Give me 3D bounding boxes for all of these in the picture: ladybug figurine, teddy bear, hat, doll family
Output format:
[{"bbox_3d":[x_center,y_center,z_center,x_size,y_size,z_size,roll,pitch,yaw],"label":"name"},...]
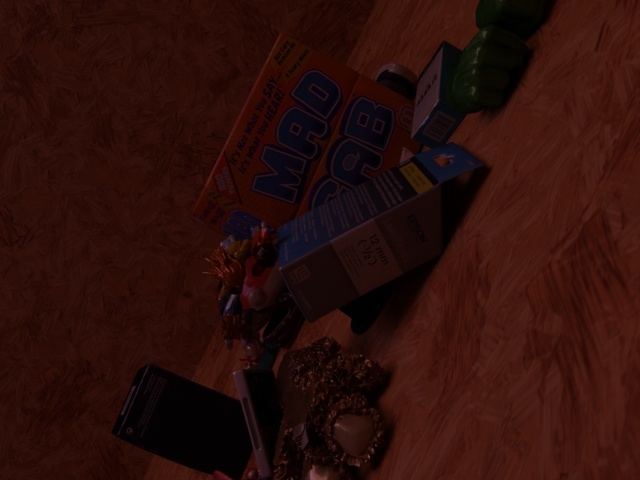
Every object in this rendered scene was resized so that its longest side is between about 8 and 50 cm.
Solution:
[{"bbox_3d":[-0.165,0.108,2.138,0.305,0.162,0.449,-54,1,0],"label":"ladybug figurine"},{"bbox_3d":[0.015,0.274,1.221,0.338,0.113,0.245,0,72,71],"label":"teddy bear"},{"bbox_3d":[0.017,0.060,1.445,0.208,0.183,0.173,-68,10,-19],"label":"hat"},{"bbox_3d":[-0.144,0.093,1.359,0.163,0.118,0.263,-124,39,-70],"label":"doll family"}]

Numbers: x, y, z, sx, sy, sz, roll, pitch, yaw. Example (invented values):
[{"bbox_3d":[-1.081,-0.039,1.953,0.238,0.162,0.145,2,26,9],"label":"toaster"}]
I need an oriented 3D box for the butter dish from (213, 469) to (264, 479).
[{"bbox_3d":[-0.083,0.433,1.231,0.160,0.118,0.160,15,111,50],"label":"butter dish"}]

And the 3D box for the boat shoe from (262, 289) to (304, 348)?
[{"bbox_3d":[-0.071,0.159,1.941,0.073,0.073,0.207,15,80,61],"label":"boat shoe"}]

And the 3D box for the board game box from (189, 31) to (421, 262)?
[{"bbox_3d":[-0.034,-0.154,1.742,0.357,0.356,0.356,-66,9,-14],"label":"board game box"}]

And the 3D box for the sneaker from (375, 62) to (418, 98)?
[{"bbox_3d":[0.151,-0.318,1.965,0.268,0.101,0.153,130,164,-73],"label":"sneaker"}]

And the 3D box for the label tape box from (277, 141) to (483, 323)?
[{"bbox_3d":[0.103,-0.026,1.329,0.347,0.115,0.249,-26,15,4],"label":"label tape box"}]

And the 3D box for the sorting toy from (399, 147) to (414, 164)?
[{"bbox_3d":[0.173,-0.136,1.567,0.075,0.044,0.083,-36,-39,-77],"label":"sorting toy"}]

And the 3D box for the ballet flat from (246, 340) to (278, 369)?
[{"bbox_3d":[-0.135,0.285,2.059,0.168,0.057,0.052,-58,-3,-24],"label":"ballet flat"}]

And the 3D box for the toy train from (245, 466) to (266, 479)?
[{"bbox_3d":[-0.123,0.445,1.518,0.166,0.046,0.125,-55,-4,-41],"label":"toy train"}]

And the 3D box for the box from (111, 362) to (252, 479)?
[{"bbox_3d":[-0.321,0.435,1.917,0.183,0.294,0.296,-69,11,-17],"label":"box"}]

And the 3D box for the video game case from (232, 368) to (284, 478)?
[{"bbox_3d":[-0.089,0.302,1.357,0.190,0.022,0.173,36,-144,-75],"label":"video game case"}]

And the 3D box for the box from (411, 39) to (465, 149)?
[{"bbox_3d":[0.232,-0.283,1.561,0.100,0.060,0.244,-55,13,39],"label":"box"}]

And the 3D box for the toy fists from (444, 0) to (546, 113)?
[{"bbox_3d":[0.292,-0.336,1.309,0.142,0.096,0.279,116,177,-82],"label":"toy fists"}]
